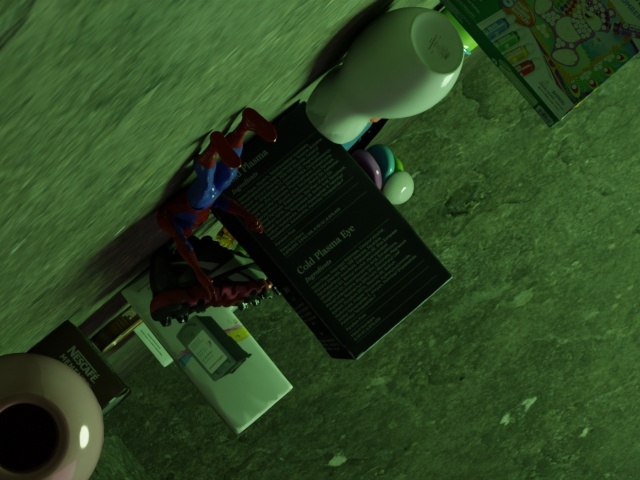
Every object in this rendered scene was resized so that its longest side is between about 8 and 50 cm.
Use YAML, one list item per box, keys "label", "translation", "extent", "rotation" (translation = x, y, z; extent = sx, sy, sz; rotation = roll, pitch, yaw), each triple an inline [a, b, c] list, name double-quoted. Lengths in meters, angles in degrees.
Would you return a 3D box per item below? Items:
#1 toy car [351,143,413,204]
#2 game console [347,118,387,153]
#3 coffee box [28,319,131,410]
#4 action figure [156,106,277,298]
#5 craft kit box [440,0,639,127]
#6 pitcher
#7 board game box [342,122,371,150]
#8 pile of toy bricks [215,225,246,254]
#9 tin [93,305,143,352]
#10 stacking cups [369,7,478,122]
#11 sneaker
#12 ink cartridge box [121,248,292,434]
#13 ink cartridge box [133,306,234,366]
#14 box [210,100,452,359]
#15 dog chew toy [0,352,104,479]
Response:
- label: "toy car"
  translation: [0.091, -0.128, 2.295]
  extent: [0.182, 0.159, 0.136]
  rotation: [-40, 141, -14]
- label: "game console"
  translation: [0.000, -0.153, 2.310]
  extent: [0.361, 0.044, 0.213]
  rotation: [-40, 177, -27]
- label: "coffee box"
  translation: [-0.381, 0.217, 1.747]
  extent: [0.098, 0.141, 0.246]
  rotation: [-40, 179, -11]
- label: "action figure"
  translation: [-0.114, -0.033, 1.324]
  extent: [0.091, 0.139, 0.280]
  rotation: [-38, 180, -31]
- label: "craft kit box"
  translation: [0.335, -0.328, 1.529]
  extent: [0.246, 0.250, 0.061]
  rotation: [-41, 177, -9]
- label: "pitcher"
  translation: [0.091, -0.225, 1.375]
  extent: [0.207, 0.125, 0.177]
  rotation: [-25, -147, 55]
- label: "board game box"
  translation: [0.030, -0.190, 2.151]
  extent: [0.168, 0.033, 0.133]
  rotation: [-46, 171, 22]
- label: "pile of toy bricks"
  translation: [-0.126, -0.001, 1.876]
  extent: [0.105, 0.118, 0.212]
  rotation: [-62, -172, -28]
- label: "tin"
  translation: [-0.364, 0.149, 2.162]
  extent: [0.190, 0.040, 0.106]
  rotation: [-40, 174, -21]
- label: "stacking cups"
  translation: [0.185, -0.294, 1.695]
  extent: [0.316, 0.096, 0.096]
  rotation: [-41, 178, 18]
- label: "sneaker"
  translation: [-0.161, 0.049, 1.775]
  extent: [0.276, 0.135, 0.097]
  rotation: [-8, 165, -40]
- label: "ink cartridge box"
  translation: [-0.198, 0.177, 1.915]
  extent: [0.131, 0.306, 0.226]
  rotation: [-40, 179, -10]
- label: "ink cartridge box"
  translation: [-0.291, 0.160, 2.629]
  extent: [0.289, 0.121, 0.211]
  rotation: [-40, 178, -5]
- label: "box"
  translation: [0.000, 0.000, 1.606]
  extent: [0.179, 0.312, 0.343]
  rotation: [-41, 179, -7]
- label: "dog chew toy"
  translation: [-0.403, 0.254, 1.472]
  extent: [0.206, 0.206, 0.332]
  rotation: [-40, -173, -18]
